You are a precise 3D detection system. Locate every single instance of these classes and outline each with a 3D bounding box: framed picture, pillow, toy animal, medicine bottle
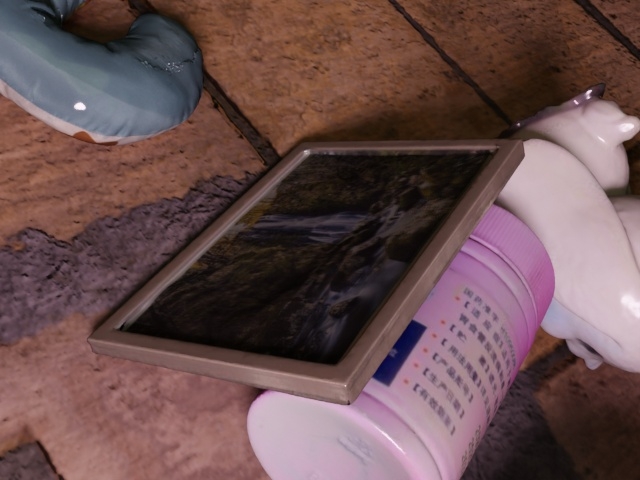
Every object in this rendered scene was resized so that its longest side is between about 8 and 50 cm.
[{"bbox_3d":[0.000,0.000,0.670,0.241,0.020,0.324,5,36,36],"label":"framed picture"},{"bbox_3d":[-0.215,-0.185,0.767,0.233,0.086,0.214,31,43,-4],"label":"pillow"},{"bbox_3d":[0.283,-0.016,0.819,0.249,0.174,0.289,-26,69,-37],"label":"toy animal"},{"bbox_3d":[0.073,0.090,0.652,0.152,0.152,0.254,38,48,5],"label":"medicine bottle"}]
